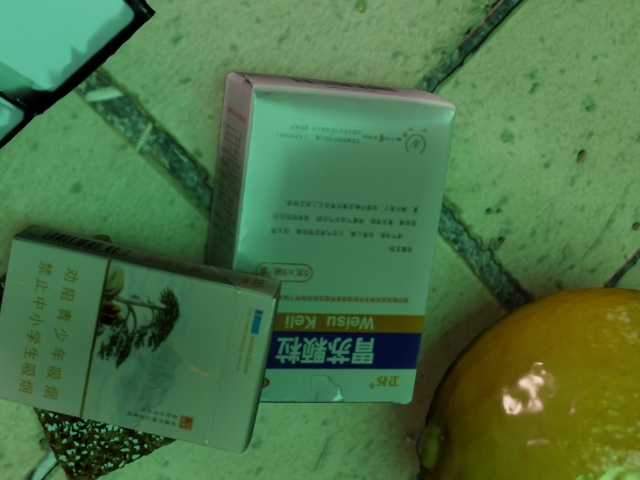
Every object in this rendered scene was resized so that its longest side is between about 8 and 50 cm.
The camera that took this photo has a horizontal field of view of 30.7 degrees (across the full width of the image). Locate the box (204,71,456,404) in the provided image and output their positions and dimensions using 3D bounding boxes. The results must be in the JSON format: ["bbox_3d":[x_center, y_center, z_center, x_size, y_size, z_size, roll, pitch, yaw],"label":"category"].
[{"bbox_3d":[0.000,0.000,1.109,0.200,0.106,0.299,3,103,-20],"label":"box"}]

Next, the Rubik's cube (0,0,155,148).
[{"bbox_3d":[-0.334,-0.187,0.828,0.293,0.283,0.288,-45,117,-6],"label":"Rubik's cube"}]

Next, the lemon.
[{"bbox_3d":[0.260,0.208,1.153,0.364,0.364,0.364,-6,107,-20],"label":"lemon"}]

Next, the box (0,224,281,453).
[{"bbox_3d":[-0.160,0.085,1.019,0.233,0.067,0.149,13,105,1],"label":"box"}]

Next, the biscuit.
[{"bbox_3d":[-0.218,0.118,1.102,0.131,0.025,0.231,-24,112,-13],"label":"biscuit"}]
